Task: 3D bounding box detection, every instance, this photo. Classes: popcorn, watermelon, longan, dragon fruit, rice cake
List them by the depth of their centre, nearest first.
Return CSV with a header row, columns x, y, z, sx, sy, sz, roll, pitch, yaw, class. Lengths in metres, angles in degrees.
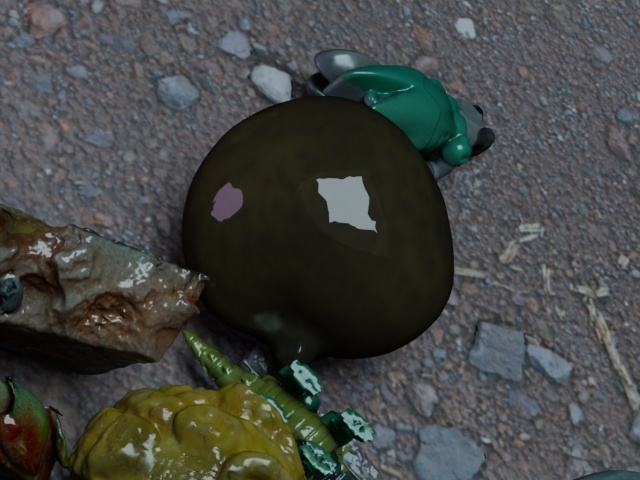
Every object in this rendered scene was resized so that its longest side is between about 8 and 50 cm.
x,y,z,sx,sy,sz,roll,pitch,yaw,class
-0.347,0.159,1.609,0.268,0.295,0.130,31,77,-26,dragon fruit
-0.121,0.244,1.702,0.250,0.190,0.250,-1,95,-6,popcorn
-0.292,0.045,1.715,0.264,0.302,0.151,23,86,-34,watermelon
0.000,0.000,1.882,0.300,0.243,0.300,0,78,-2,longan
-0.011,0.195,1.887,0.206,0.047,0.036,45,67,4,rice cake

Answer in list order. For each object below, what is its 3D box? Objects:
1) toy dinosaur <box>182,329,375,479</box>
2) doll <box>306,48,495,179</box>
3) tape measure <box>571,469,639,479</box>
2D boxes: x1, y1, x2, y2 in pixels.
x,y,z,sx,sy,sz,roll,pitch,yaw,class
-0.044,0.175,1.810,0.094,0.153,0.259,-40,85,-29,toy dinosaur
0.092,-0.118,2.073,0.258,0.153,0.195,30,33,-30,doll
0.326,0.375,1.897,0.275,0.147,0.256,28,53,-13,tape measure
